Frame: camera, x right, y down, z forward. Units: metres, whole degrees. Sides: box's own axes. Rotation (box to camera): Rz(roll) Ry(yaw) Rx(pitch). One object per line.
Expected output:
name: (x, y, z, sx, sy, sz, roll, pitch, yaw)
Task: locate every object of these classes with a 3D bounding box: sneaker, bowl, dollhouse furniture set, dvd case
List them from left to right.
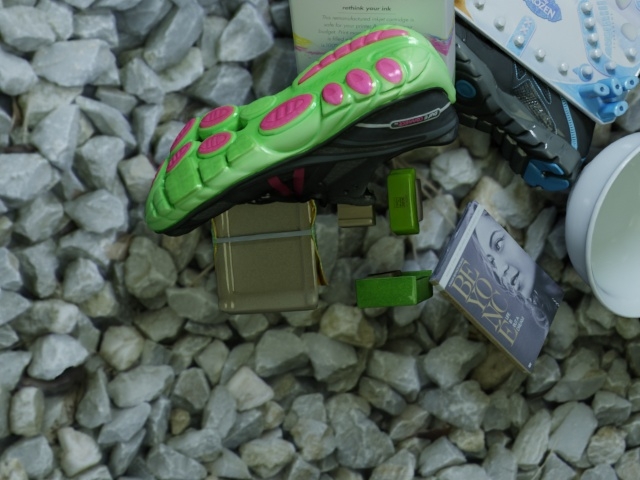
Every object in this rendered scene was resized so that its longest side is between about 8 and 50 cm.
sneaker: (-0.034, -0.098, 1.690, 0.483, 0.185, 0.202, -22, 128, 28)
dollhouse furniture set: (0.000, 0.000, 1.868, 0.301, 0.151, 0.198, -4, 92, 12)
dvd case: (0.270, 0.069, 1.935, 0.221, 0.018, 0.164, 43, 55, -19)
sneaker: (0.263, -0.224, 1.882, 0.341, 0.125, 0.140, 43, 62, -17)
bowl: (0.464, -0.042, 1.927, 0.298, 0.134, 0.298, -15, 117, -31)

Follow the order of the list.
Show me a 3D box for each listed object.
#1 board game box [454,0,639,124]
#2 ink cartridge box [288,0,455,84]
board game box: (0.368, -0.429, 1.835, 0.390, 0.050, 0.390, 34, 78, -19)
ink cartridge box: (0.069, -0.312, 1.671, 0.207, 0.119, 0.353, 4, 137, 10)
